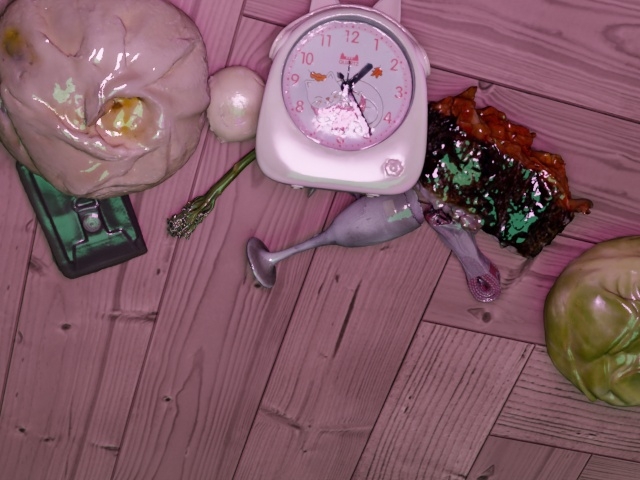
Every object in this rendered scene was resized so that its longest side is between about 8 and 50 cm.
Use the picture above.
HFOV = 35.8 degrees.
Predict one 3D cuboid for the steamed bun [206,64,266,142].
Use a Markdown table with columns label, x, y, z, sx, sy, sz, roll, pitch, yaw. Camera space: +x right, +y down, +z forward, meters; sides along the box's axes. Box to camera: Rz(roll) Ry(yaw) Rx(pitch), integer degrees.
| label | x | y | z | sx | sy | sz | roll | pitch | yaw |
| --- | --- | --- | --- | --- | --- | --- | --- | --- | --- |
| steamed bun | -0.131 | -0.218 | 1.624 | 0.112 | 0.091 | 0.130 | -7 | 122 | -3 |

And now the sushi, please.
| label | x | y | z | sx | sy | sz | roll | pitch | yaw |
| --- | --- | --- | --- | --- | --- | --- | --- | --- | --- |
| sushi | 0.303 | -0.101 | 1.682 | 0.343 | 0.196 | 0.182 | 29 | 122 | -21 |

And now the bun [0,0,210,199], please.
| label | x | y | z | sx | sy | sz | roll | pitch | yaw |
| --- | --- | --- | --- | --- | --- | --- | --- | --- | --- |
| bun | -0.347 | -0.217 | 1.524 | 0.365 | 0.219 | 0.365 | -2 | 117 | -3 |

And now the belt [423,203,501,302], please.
| label | x | y | z | sx | sy | sz | roll | pitch | yaw |
| --- | --- | --- | --- | --- | --- | --- | --- | --- | --- |
| belt | 0.271 | 0.020 | 1.836 | 0.071 | 0.053 | 0.232 | -26 | 121 | 19 |

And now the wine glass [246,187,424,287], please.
| label | x | y | z | sx | sy | sz | roll | pitch | yaw |
| --- | --- | --- | --- | --- | --- | --- | --- | --- | --- |
| wine glass | 0.000 | 0.000 | 1.652 | 0.309 | 0.264 | 0.096 | -21 | 91 | 20 |

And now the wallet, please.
| label | x | y | z | sx | sy | sz | roll | pitch | yaw |
| --- | --- | --- | --- | --- | --- | --- | --- | --- | --- |
| wallet | -0.414 | -0.055 | 1.724 | 0.168 | 0.052 | 0.245 | -15 | 120 | -1 |

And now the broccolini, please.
| label | x | y | z | sx | sy | sz | roll | pitch | yaw |
| --- | --- | --- | --- | --- | --- | --- | --- | --- | --- |
| broccolini | -0.175 | -0.087 | 1.729 | 0.239 | 0.054 | 0.051 | -41 | 152 | 15 |

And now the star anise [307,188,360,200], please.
| label | x | y | z | sx | sy | sz | roll | pitch | yaw |
| --- | --- | --- | --- | --- | --- | --- | --- | --- | --- |
| star anise | 0.034 | -0.156 | 1.695 | 0.180 | 0.061 | 0.204 | -29 | 124 | 4 |

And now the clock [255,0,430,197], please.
| label | x | y | z | sx | sy | sz | roll | pitch | yaw |
| --- | --- | --- | --- | --- | --- | --- | --- | --- | --- |
| clock | 0.043 | -0.235 | 1.566 | 0.265 | 0.108 | 0.324 | 8 | 90 | -1 |

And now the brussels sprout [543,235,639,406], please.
| label | x | y | z | sx | sy | sz | roll | pitch | yaw |
| --- | --- | --- | --- | --- | --- | --- | --- | --- | --- |
| brussels sprout | 0.575 | 0.156 | 1.844 | 0.328 | 0.247 | 0.328 | -1 | 125 | -2 |
